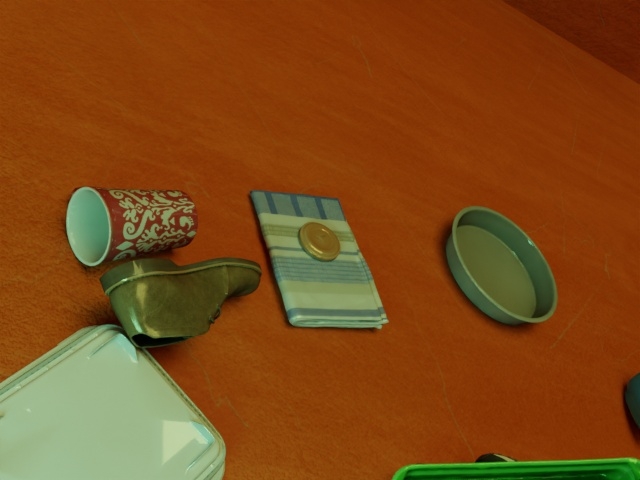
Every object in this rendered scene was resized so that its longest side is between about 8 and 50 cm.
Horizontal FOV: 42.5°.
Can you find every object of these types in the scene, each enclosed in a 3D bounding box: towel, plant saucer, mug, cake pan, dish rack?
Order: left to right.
[{"bbox_3d":[-0.279,0.258,1.015,0.285,0.072,0.333,48,40,3],"label":"dish rack"},{"bbox_3d":[-0.285,-0.043,1.242,0.169,0.113,0.150,-7,63,-48],"label":"mug"},{"bbox_3d":[-0.006,0.033,1.473,0.209,0.034,0.285,4,52,-35],"label":"towel"},{"bbox_3d":[0.000,0.000,1.471,0.083,0.013,0.084,21,43,-22],"label":"plant saucer"},{"bbox_3d":[0.383,0.059,1.765,0.293,0.054,0.293,23,44,-24],"label":"cake pan"}]

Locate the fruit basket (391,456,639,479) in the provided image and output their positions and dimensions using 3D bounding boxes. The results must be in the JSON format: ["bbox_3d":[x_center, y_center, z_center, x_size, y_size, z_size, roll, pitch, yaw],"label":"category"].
[{"bbox_3d":[0.274,0.424,1.037,0.392,0.392,0.283,7,76,-37],"label":"fruit basket"}]

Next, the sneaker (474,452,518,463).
[{"bbox_3d":[0.328,0.471,1.326,0.108,0.100,0.272,-12,64,-40],"label":"sneaker"}]

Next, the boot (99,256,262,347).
[{"bbox_3d":[-0.184,0.090,1.201,0.305,0.112,0.115,-4,67,-57],"label":"boot"}]

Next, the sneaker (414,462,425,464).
[{"bbox_3d":[0.212,0.437,1.284,0.128,0.087,0.221,-15,79,-56],"label":"sneaker"}]

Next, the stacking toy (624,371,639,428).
[{"bbox_3d":[0.818,0.396,1.788,0.302,0.165,0.175,38,27,-26],"label":"stacking toy"}]
